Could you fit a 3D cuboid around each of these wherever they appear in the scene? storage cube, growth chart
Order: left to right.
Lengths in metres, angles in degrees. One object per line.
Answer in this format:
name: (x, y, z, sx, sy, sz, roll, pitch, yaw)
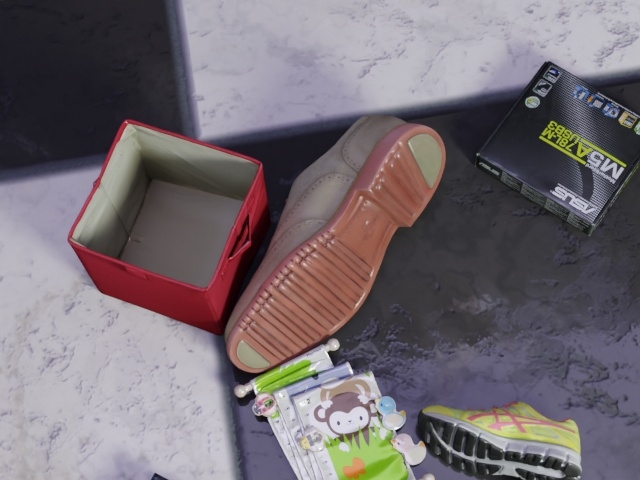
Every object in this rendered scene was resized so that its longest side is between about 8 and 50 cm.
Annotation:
storage cube: (-0.184, -0.011, 1.462, 0.215, 0.193, 0.183, 19, 70, 8)
growth chart: (0.023, 0.242, 1.443, 0.172, 0.021, 0.237, -31, 75, -9)

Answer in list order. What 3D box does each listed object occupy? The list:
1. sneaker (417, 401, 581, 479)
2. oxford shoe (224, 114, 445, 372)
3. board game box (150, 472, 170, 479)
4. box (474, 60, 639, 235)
sneaker: (0.225, 0.239, 1.420, 0.209, 0.081, 0.094, 15, 46, 12)
oxford shoe: (0.000, 0.000, 1.508, 0.397, 0.140, 0.146, -49, 41, -10)
board game box: (-0.133, 0.411, 1.374, 0.243, 0.042, 0.165, 25, 71, 11)
box: (0.341, -0.130, 1.572, 0.191, 0.045, 0.184, 34, 71, 15)
